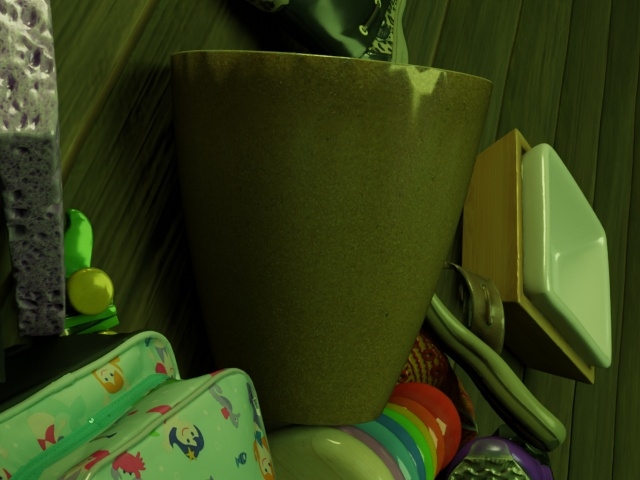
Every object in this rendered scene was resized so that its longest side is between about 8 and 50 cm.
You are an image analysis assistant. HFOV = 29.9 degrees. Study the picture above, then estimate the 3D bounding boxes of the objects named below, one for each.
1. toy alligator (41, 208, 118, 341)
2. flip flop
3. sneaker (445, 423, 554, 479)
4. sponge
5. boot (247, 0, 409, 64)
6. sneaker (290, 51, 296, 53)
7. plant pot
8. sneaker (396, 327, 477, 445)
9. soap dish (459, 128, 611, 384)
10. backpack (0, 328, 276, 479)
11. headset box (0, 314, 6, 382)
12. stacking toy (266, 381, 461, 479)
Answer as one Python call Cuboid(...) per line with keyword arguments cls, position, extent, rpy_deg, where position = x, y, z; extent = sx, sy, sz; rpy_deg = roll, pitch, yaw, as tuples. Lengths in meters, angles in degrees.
Cuboid(cls="toy alligator", position=(-0.147, 0.077, 0.739), extent=(0.051, 0.056, 0.190), rpy_deg=(-16, 99, -21))
Cuboid(cls="flip flop", position=(0.157, 0.086, 1.187), extent=(0.277, 0.080, 0.112), rpy_deg=(49, -3, 5))
Cuboid(cls="sneaker", position=(0.197, 0.254, 1.290), extent=(0.293, 0.102, 0.146), rpy_deg=(66, 28, -52))
Cuboid(cls="sponge", position=(-0.153, -0.044, 0.624), extent=(0.210, 0.031, 0.117), rpy_deg=(110, -29, -59))
Cuboid(cls="boot", position=(-0.002, -0.243, 1.085), extent=(0.178, 0.085, 0.236), rpy_deg=(38, 32, -36))
Cuboid(cls="sneaker", position=(-0.015, -0.121, 1.037), extent=(0.098, 0.069, 0.038), rpy_deg=(57, 35, -39))
Cuboid(cls="plant pot", position=(0.000, 0.000, 0.888), extent=(0.237, 0.237, 0.254), rpy_deg=(-3, 98, -63))
Cuboid(cls="sneaker", position=(0.109, 0.142, 1.225), extent=(0.067, 0.064, 0.175), rpy_deg=(-101, 168, -49))
Cuboid(cls="soap dish", position=(0.271, 0.030, 1.498), extent=(0.291, 0.118, 0.229), rpy_deg=(41, 46, -51))
Cuboid(cls="backpack", position=(-0.119, 0.188, 0.617), extent=(0.225, 0.191, 0.254), rpy_deg=(-29, 112, -63))
Cuboid(cls="headset box", position=(-0.260, -0.074, 0.470), extent=(0.246, 0.131, 0.283), rpy_deg=(11, 71, -63))
Cuboid(cls="stacking toy", position=(0.041, 0.185, 1.003), extent=(0.330, 0.141, 0.141), rpy_deg=(-18, 98, -70))
